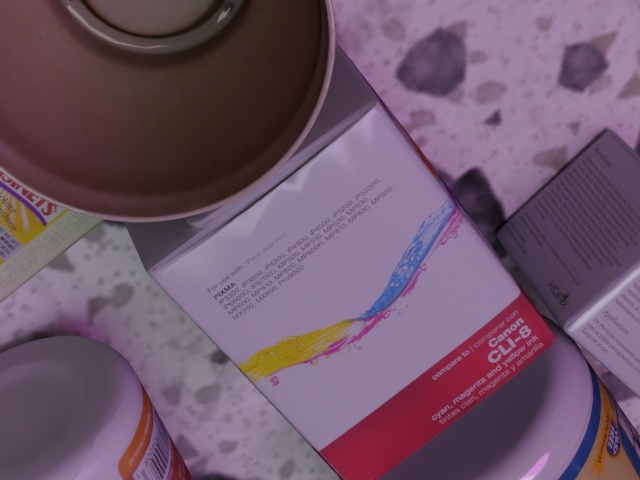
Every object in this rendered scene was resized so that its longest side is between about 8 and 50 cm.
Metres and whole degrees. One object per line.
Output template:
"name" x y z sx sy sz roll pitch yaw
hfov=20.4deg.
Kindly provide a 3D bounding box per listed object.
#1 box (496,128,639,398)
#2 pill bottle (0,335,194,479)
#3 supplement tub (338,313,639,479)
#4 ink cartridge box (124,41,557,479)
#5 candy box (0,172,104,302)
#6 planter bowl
"box" 0.167 0.018 0.934 0.087 0.102 0.101 -43 125 11
"pill bottle" -0.111 0.163 0.907 0.121 0.121 0.216 -26 126 -4
"supplement tub" 0.114 0.146 0.968 0.144 0.144 0.199 -36 127 3
"ink cartridge box" 0.000 0.000 0.842 0.127 0.128 0.176 -37 127 4
"candy box" -0.196 -0.049 0.799 0.105 0.027 0.206 -39 126 1
"planter bowl" -0.075 -0.104 0.748 0.162 0.109 0.162 0 118 -1
